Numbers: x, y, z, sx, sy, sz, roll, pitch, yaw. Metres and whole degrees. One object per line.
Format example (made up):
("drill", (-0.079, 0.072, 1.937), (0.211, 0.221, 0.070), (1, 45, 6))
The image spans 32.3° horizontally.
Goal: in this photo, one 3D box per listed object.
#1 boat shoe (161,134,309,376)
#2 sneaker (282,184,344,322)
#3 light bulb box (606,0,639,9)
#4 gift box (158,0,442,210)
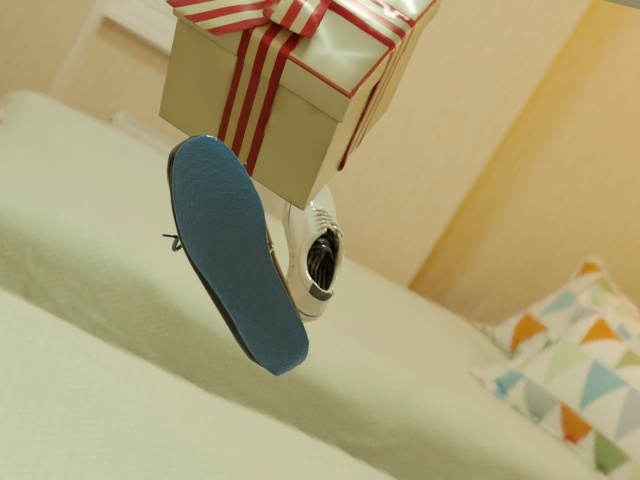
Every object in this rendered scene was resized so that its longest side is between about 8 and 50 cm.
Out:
("boat shoe", (-0.099, 0.020, 1.120), (0.109, 0.258, 0.089), (-20, 12, -17))
("sneaker", (0.000, 0.000, 1.668), (0.094, 0.091, 0.258), (20, 51, -27))
("light bulb box", (0.252, -0.428, 0.974), (0.358, 0.361, 0.225), (21, 49, 25))
("gift box", (-0.045, -0.230, 1.267), (0.276, 0.258, 0.255), (30, 54, 3))
